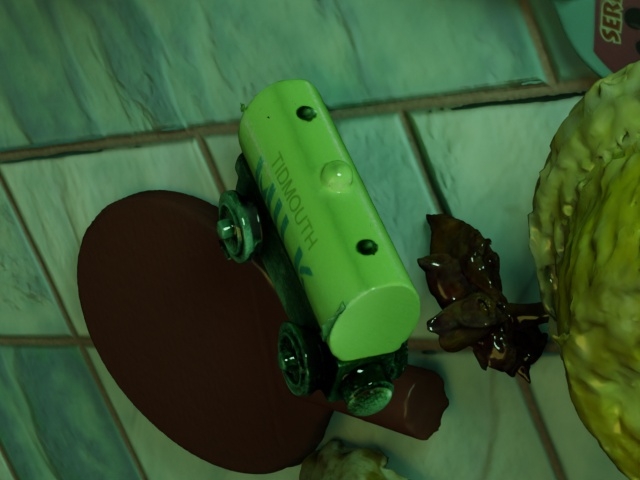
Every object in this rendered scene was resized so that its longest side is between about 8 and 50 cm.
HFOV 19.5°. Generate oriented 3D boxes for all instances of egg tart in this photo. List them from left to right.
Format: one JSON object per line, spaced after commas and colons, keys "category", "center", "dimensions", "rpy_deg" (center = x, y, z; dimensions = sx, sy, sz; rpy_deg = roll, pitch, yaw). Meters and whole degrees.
{"category": "egg tart", "center": [0.276, 0.060, 1.111], "dimensions": [0.388, 0.169, 0.388], "rpy_deg": [25, 138, 25]}

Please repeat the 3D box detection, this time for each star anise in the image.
{"category": "star anise", "center": [0.149, 0.039, 1.317], "dimensions": [0.144, 0.158, 0.140], "rpy_deg": [-33, 105, 20]}

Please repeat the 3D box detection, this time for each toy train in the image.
{"category": "toy train", "center": [0.000, 0.000, 1.358], "dimensions": [0.157, 0.105, 0.253], "rpy_deg": [103, 151, -47]}

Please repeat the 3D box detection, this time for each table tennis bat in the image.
{"category": "table tennis bat", "center": [-0.067, 0.093, 1.593], "dimensions": [0.414, 0.051, 0.268], "rpy_deg": [14, 123, 41]}
{"category": "table tennis bat", "center": [0.177, -0.161, 1.158], "dimensions": [0.244, 0.040, 0.153], "rpy_deg": [23, 135, 27]}

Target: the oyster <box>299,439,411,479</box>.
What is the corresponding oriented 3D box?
{"category": "oyster", "center": [0.092, 0.306, 1.545], "dimensions": [0.341, 0.110, 0.166], "rpy_deg": [59, 138, 13]}
